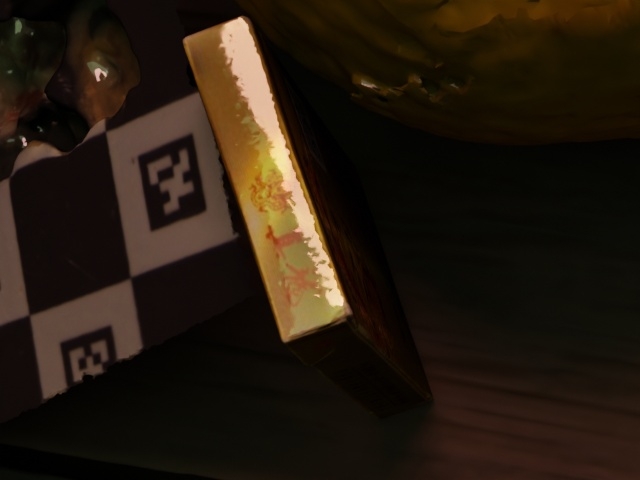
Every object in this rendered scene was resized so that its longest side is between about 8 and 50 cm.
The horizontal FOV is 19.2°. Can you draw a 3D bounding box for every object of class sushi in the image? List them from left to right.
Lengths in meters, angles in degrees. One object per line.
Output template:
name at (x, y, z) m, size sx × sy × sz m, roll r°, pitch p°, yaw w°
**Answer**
sushi at (-0.103, -0.031, 0.605) m, size 0.215 × 0.050 × 0.192 m, roll -26°, pitch 72°, yaw 35°

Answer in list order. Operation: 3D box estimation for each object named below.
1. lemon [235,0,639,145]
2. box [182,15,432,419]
lemon at (0.072, -0.161, 0.510) m, size 0.293 × 0.293 × 0.293 m, roll -2°, pitch 78°, yaw 10°
box at (0.000, 0.000, 0.546) m, size 0.022 × 0.156 × 0.089 m, roll -22°, pitch 76°, yaw 6°
